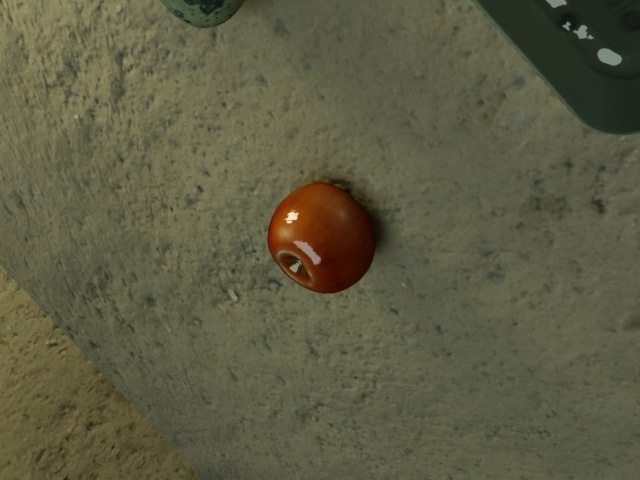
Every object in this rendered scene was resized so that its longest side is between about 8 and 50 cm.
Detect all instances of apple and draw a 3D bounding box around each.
[{"bbox_3d":[0.000,0.000,1.036,0.163,0.139,0.163,22,138,21],"label":"apple"}]

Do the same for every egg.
[{"bbox_3d":[-0.143,-0.329,0.847,0.132,0.132,0.172,30,154,16],"label":"egg"}]

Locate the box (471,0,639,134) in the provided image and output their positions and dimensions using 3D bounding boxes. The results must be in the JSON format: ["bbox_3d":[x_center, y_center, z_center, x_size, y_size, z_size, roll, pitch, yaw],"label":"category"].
[{"bbox_3d":[0.251,-0.296,0.512,0.396,0.111,0.396,45,149,-8],"label":"box"}]
